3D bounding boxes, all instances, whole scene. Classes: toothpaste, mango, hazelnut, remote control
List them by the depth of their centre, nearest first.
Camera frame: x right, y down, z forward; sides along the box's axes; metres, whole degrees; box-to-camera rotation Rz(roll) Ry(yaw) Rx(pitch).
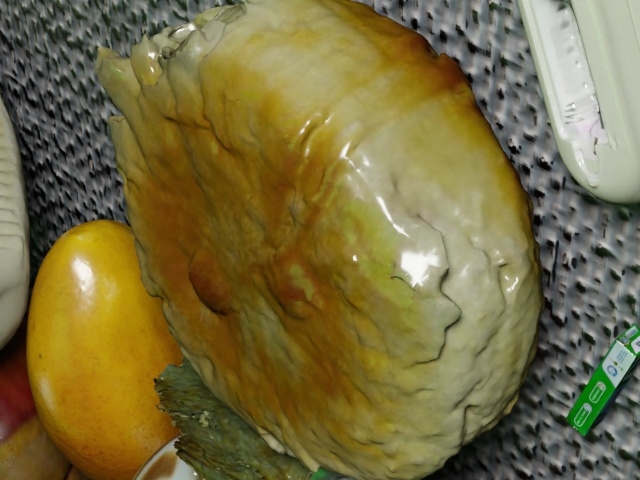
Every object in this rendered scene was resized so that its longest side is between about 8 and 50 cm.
[{"bbox_3d":[0.131,-0.120,0.861,0.078,0.042,0.221,18,131,62],"label":"remote control"},{"bbox_3d":[0.168,0.083,0.982,0.017,0.020,0.083,44,141,19],"label":"toothpaste"},{"bbox_3d":[-0.153,0.087,1.279,0.126,0.154,0.252,24,143,31],"label":"mango"},{"bbox_3d":[-0.273,0.148,1.415,0.181,0.181,0.212,4,160,27],"label":"hazelnut"}]

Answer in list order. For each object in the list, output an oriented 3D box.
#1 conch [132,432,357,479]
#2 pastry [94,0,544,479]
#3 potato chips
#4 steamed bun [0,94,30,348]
[{"bbox_3d":[-0.083,0.223,1.244,0.183,0.275,0.148,40,-163,-28],"label":"conch"},{"bbox_3d":[0.000,0.000,1.031,0.330,0.136,0.329,34,139,37],"label":"pastry"},{"bbox_3d":[-0.056,0.118,1.143,0.142,0.209,0.026,23,113,18],"label":"potato chips"},{"bbox_3d":[-0.369,-0.037,1.304,0.236,0.247,0.383,-60,44,44],"label":"steamed bun"}]
